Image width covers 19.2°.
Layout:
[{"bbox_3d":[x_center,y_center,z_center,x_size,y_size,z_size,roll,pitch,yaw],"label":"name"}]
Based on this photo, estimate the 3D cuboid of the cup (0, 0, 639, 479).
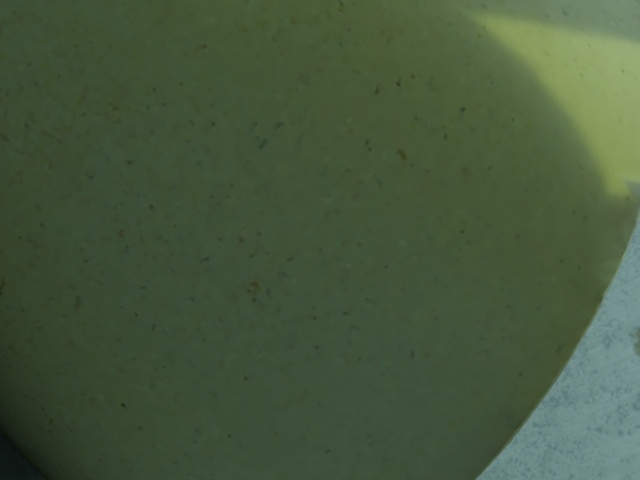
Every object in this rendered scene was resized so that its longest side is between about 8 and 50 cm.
[{"bbox_3d":[-0.063,-0.050,0.764,0.237,0.331,0.331,32,20,-27],"label":"cup"}]
